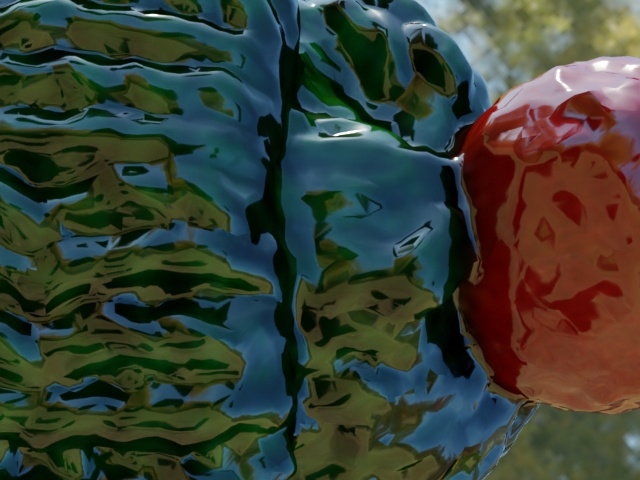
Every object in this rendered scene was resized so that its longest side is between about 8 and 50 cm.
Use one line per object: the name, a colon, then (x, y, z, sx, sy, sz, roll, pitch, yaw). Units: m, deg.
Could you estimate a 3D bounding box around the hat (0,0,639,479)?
hat: (0.000, 0.000, 0.679, 0.242, 0.332, 0.274, 65, 23, -77)
